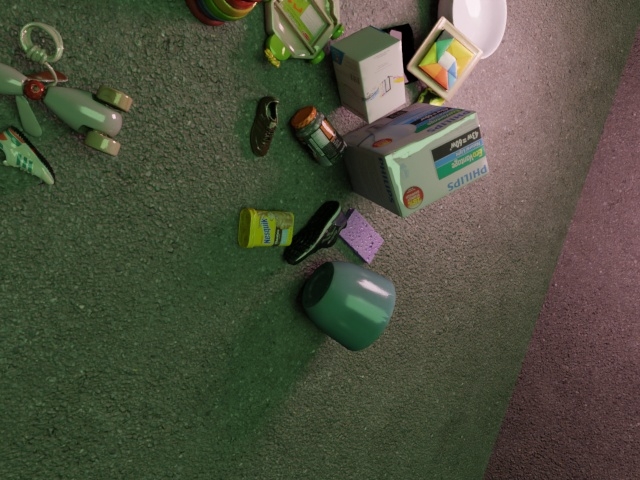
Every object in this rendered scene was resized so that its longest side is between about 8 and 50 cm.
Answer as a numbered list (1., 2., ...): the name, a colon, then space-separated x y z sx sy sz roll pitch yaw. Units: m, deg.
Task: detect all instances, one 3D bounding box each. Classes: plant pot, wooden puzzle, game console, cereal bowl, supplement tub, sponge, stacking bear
1. plant pot: 0.078 0.208 1.785 0.235 0.293 0.293 31 80 -23
2. wooden puzzle: 0.470 -0.674 1.898 0.238 0.044 0.221 30 104 -24
3. game console: 0.215 -0.646 1.839 0.361 0.044 0.213 -27 115 -30
4. cereal bowl: 0.578 -0.887 2.000 0.338 0.141 0.339 -9 105 -36
5. supplement tub: -0.007 -0.348 1.689 0.117 0.117 0.190 -54 125 -15
6. sponge: 0.151 -0.015 1.939 0.210 0.031 0.117 44 73 -36
7. stacking bear: -0.230 -0.671 1.334 0.175 0.289 0.165 -10 106 -36

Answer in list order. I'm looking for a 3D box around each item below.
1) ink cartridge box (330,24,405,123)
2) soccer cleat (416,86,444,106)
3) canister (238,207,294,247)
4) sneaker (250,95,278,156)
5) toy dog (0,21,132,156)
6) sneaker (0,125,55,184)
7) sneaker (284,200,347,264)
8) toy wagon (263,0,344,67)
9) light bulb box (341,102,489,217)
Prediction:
1. ink cartridge box: 0.162 -0.549 1.683 0.168 0.171 0.233 -32 139 -14
2. soccer cleat: 0.418 -0.510 2.015 0.289 0.093 0.121 -52 156 -22
3. canister: -0.175 -0.040 1.657 0.169 0.073 0.126 -1 101 -39
4. sneaker: -0.171 -0.357 1.589 0.066 0.071 0.189 1 99 -38
5. toy dog: -0.620 -0.333 1.230 0.333 0.161 0.220 42 77 -20
6. sneaker: -0.718 -0.192 1.226 0.075 0.057 0.161 -34 122 -8
7. sneaker: 0.000 0.000 1.784 0.283 0.107 0.124 -48 130 -19
8. toy wagon: -0.076 -0.685 1.592 0.267 0.068 0.344 45 74 -35
9. light bulb box: 0.307 -0.291 1.736 0.357 0.361 0.225 -27 116 -12
